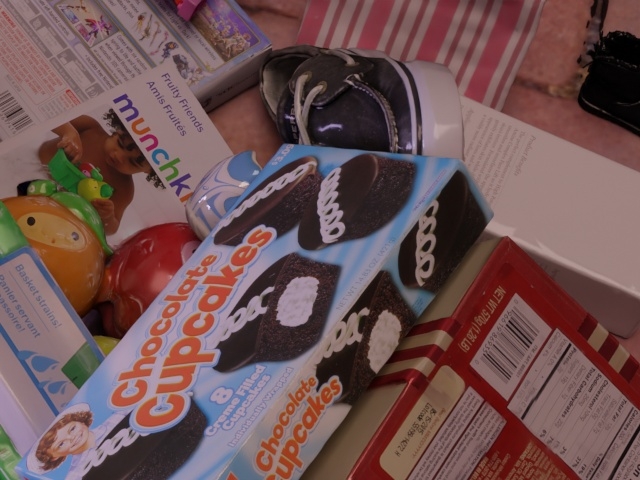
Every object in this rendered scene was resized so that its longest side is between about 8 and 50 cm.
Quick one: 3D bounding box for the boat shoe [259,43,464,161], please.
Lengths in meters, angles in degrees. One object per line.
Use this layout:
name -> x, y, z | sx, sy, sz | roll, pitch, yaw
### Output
boat shoe -> 0.023, -0.089, 1.404 | 0.119, 0.335, 0.121 | 0, 101, -14

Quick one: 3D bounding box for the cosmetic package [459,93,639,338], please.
cosmetic package -> 0.184, -0.022, 1.494 | 0.231, 0.085, 0.117 | 26, 64, 5

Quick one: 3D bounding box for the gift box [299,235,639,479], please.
gift box -> 0.075, 0.141, 1.288 | 0.276, 0.258, 0.255 | 47, 62, -13

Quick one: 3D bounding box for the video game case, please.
video game case -> -0.219, -0.190, 1.546 | 0.244, 0.061, 0.269 | -34, 72, -19

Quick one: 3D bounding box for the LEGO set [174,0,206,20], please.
LEGO set -> -0.091, -0.297, 1.545 | 0.093, 0.087, 0.227 | 34, 40, -1

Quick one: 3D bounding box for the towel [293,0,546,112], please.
towel -> 0.082, -0.186, 1.532 | 0.197, 0.144, 0.029 | 23, 39, 5

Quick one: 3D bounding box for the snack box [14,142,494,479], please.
snack box -> -0.044, 0.068, 1.204 | 0.187, 0.060, 0.322 | 8, 52, 48

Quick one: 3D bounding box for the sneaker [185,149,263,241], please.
sneaker -> 0.000, 0.000, 1.404 | 0.237, 0.086, 0.085 | 26, 38, -41

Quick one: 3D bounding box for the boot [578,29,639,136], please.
boot -> 0.285, -0.135, 1.550 | 0.121, 0.099, 0.045 | 20, 65, 4

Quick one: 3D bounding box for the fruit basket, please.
fruit basket -> -0.156, 0.052, 1.365 | 0.353, 0.165, 0.327 | -31, 84, -28
